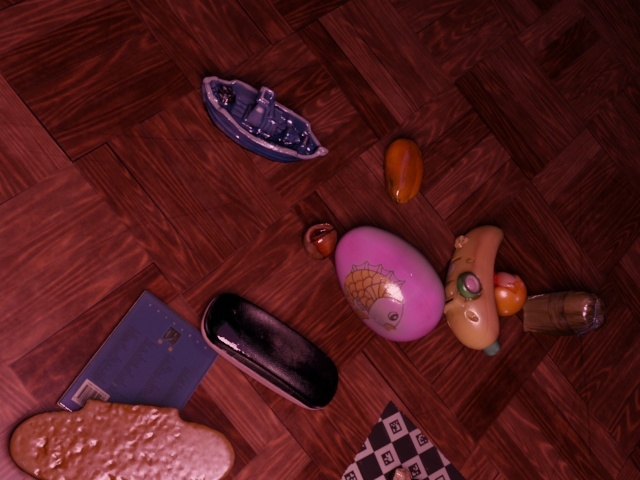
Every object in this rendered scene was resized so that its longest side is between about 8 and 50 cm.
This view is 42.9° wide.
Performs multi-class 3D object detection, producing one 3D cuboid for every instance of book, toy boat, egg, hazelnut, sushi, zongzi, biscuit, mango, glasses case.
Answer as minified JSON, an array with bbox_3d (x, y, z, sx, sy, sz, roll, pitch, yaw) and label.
[{"bbox_3d":[-0.326,0.249,1.498,0.191,0.025,0.269,40,56,-11],"label":"book"},{"bbox_3d":[-0.119,-0.260,1.748,0.309,0.142,0.129,30,57,-15],"label":"toy boat"},{"bbox_3d":[0.143,0.090,1.731,0.196,0.196,0.271,-33,71,-35],"label":"egg"},{"bbox_3d":[0.000,0.000,1.745,0.087,0.086,0.086,11,66,-26],"label":"hazelnut"},{"bbox_3d":[0.191,0.517,1.669,0.290,0.050,0.264,45,56,-6],"label":"sushi"},{"bbox_3d":[0.637,0.176,1.960,0.242,0.221,0.112,4,84,-31],"label":"zongzi"},{"bbox_3d":[-0.331,0.463,1.341,0.369,0.076,0.393,4,68,-10],"label":"biscuit"},{"bbox_3d":[0.193,-0.161,1.926,0.105,0.084,0.159,16,83,-41],"label":"mango"},{"bbox_3d":[-0.095,0.220,1.604,0.314,0.075,0.122,36,48,-17],"label":"glasses case"}]

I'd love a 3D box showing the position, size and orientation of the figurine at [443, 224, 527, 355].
[{"bbox_3d":[0.388,0.106,1.905,0.222,0.124,0.324,32,54,-15],"label":"figurine"}]
